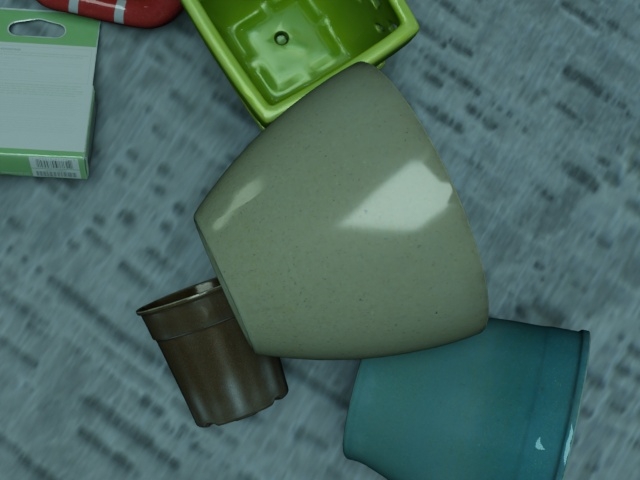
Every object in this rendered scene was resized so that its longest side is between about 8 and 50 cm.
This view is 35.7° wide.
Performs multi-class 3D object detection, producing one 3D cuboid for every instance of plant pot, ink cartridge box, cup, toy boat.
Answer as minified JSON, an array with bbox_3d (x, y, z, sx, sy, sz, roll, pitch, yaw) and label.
[{"bbox_3d":[-0.038,-0.274,1.260,0.227,0.207,0.228,-32,88,-6],"label":"plant pot"},{"bbox_3d":[-0.380,-0.196,1.305,0.171,0.056,0.235,2,60,-5],"label":"ink cartridge box"},{"bbox_3d":[0.000,0.000,1.095,0.237,0.331,0.331,-24,87,-8],"label":"cup"},{"bbox_3d":[-0.123,0.135,1.247,0.167,0.167,0.165,-21,95,-6],"label":"plant pot"},{"bbox_3d":[0.170,0.210,1.214,0.255,0.271,0.271,14,84,11],"label":"plant pot"},{"bbox_3d":[-0.275,-0.357,1.266,0.231,0.151,0.150,12,100,-3],"label":"toy boat"}]
